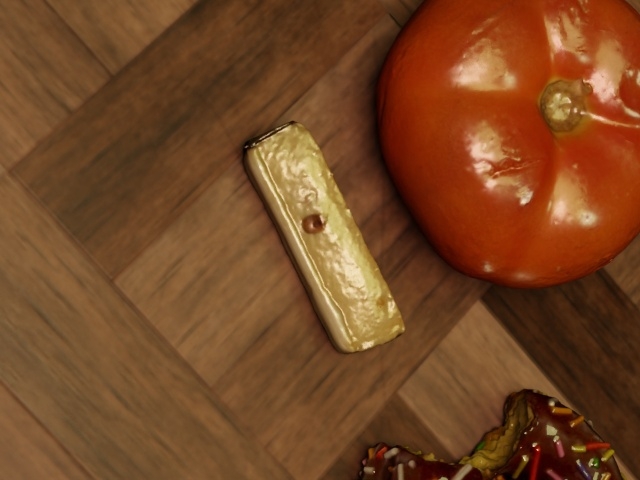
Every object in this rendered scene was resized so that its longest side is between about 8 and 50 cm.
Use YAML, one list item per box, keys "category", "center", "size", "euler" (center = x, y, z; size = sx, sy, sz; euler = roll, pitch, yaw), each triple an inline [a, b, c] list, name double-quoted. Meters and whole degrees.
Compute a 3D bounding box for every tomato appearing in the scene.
- category: "tomato"
  center: [0.153, -0.089, 1.237]
  size: [0.260, 0.180, 0.259]
  euler: [4, 79, -22]

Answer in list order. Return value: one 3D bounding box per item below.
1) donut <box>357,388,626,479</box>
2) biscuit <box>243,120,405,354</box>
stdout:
- category: "donut"
  center: [0.143, 0.227, 1.227]
  size: [0.230, 0.096, 0.216]
  euler: [-6, 84, -26]
- category: "biscuit"
  center: [0.000, 0.000, 1.223]
  size: [0.056, 0.052, 0.188]
  euler: [-28, 93, -14]
